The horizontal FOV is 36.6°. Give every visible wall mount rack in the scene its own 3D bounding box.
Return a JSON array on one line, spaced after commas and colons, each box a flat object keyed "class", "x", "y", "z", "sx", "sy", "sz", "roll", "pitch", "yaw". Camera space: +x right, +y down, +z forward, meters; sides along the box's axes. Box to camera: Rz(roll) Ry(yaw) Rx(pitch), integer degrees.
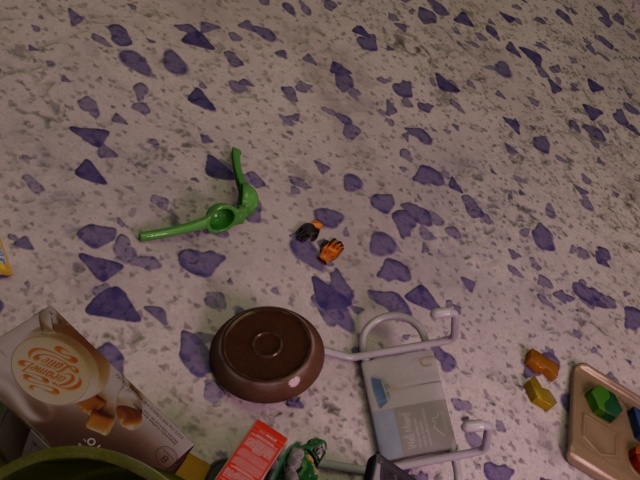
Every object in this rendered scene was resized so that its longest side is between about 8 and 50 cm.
[{"class": "wall mount rack", "x": 0.079, "y": 0.229, "z": 1.437, "sx": 0.304, "sy": 0.130, "sz": 0.350, "roll": -10, "pitch": 51, "yaw": -1}]

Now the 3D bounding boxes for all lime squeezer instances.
[{"class": "lime squeezer", "x": -0.167, "y": -0.064, "z": 1.582, "sx": 0.110, "sy": 0.059, "sz": 0.310, "roll": 38, "pitch": 41, "yaw": 1}]

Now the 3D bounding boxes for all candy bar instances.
[{"class": "candy bar", "x": -0.467, "y": -0.014, "z": 1.353, "sx": 0.040, "sy": 0.018, "sz": 0.161, "roll": -2, "pitch": 55, "yaw": -37}]

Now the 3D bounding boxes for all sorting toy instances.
[{"class": "sorting toy", "x": 0.491, "y": 0.316, "z": 1.698, "sx": 0.307, "sy": 0.041, "sz": 0.229, "roll": 31, "pitch": 41, "yaw": -6}]

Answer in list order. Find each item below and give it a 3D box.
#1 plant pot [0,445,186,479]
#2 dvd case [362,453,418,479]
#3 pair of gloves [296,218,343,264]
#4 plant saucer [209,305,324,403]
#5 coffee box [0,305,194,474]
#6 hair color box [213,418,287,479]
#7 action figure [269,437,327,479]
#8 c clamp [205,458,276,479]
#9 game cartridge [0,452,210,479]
[{"class": "plant pot", "x": -0.134, "y": 0.390, "z": 0.915, "sx": 0.353, "sy": 0.366, "sz": 0.366, "roll": 29, "pitch": 29, "yaw": -60}, {"class": "dvd case", "x": 0.113, "y": 0.418, "z": 1.256, "sx": 0.179, "sy": 0.029, "sz": 0.238, "roll": 37, "pitch": 40, "yaw": -14}, {"class": "pair of gloves", "x": 0.000, "y": 0.000, "z": 1.674, "sx": 0.083, "sy": 0.010, "sz": 0.074, "roll": 42, "pitch": 41, "yaw": 7}, {"class": "plant saucer", "x": -0.077, "y": 0.157, "z": 1.404, "sx": 0.168, "sy": 0.029, "sz": 0.168, "roll": 2, "pitch": 50, "yaw": -2}, {"class": "coffee box", "x": -0.290, "y": 0.214, "z": 1.129, "sx": 0.246, "sy": 0.098, "sz": 0.141, "roll": 42, "pitch": 41, "yaw": 9}, {"class": "hair color box", "x": -0.110, "y": 0.315, "z": 1.211, "sx": 0.053, "sy": 0.093, "sz": 0.167, "roll": 32, "pitch": 42, "yaw": 7}, {"class": "action figure", "x": -0.043, "y": 0.341, "z": 1.236, "sx": 0.063, "sy": 0.137, "sz": 0.232, "roll": -1, "pitch": 38, "yaw": 25}, {"class": "c clamp", "x": -0.100, "y": 0.351, "z": 1.264, "sx": 0.137, "sy": 0.022, "sz": 0.160, "roll": 35, "pitch": 41, "yaw": -2}, {"class": "game cartridge", "x": -0.323, "y": 0.296, "z": 1.138, "sx": 0.324, "sy": 0.052, "sz": 0.285, "roll": 33, "pitch": 40, "yaw": -6}]
